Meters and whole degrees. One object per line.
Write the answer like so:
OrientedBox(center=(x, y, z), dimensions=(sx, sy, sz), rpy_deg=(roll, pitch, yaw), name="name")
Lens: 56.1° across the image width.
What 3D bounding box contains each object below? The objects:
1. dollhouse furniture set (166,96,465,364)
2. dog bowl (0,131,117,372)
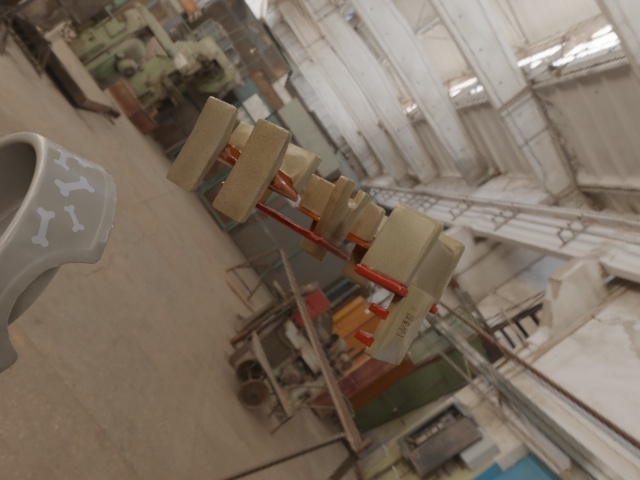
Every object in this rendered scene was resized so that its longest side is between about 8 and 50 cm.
OrientedBox(center=(0.000, 0.000, 0.622), dimensions=(0.259, 0.135, 0.262), rpy_deg=(30, 0, 34), name="dollhouse furniture set")
OrientedBox(center=(-0.426, 0.008, 0.763), dimensions=(0.102, 0.349, 0.349), rpy_deg=(49, 3, -44), name="dog bowl")
